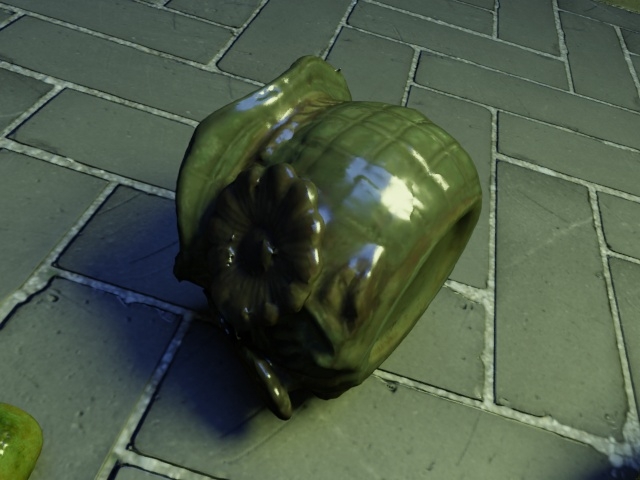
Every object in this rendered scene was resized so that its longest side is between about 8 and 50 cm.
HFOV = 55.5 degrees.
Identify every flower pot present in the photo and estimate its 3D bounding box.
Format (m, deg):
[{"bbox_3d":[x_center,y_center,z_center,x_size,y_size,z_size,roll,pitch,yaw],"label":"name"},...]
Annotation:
[{"bbox_3d":[0.000,0.000,0.570,0.213,0.302,0.302,35,45,19],"label":"flower pot"}]

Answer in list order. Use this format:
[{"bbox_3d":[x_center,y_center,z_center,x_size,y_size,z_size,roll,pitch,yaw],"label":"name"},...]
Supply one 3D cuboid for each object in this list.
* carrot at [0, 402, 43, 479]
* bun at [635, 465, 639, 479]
[{"bbox_3d":[-0.298,0.254,0.365,0.074,0.074,0.359,20,44,5],"label":"carrot"},{"bbox_3d":[0.431,0.260,0.460,0.365,0.219,0.365,-2,50,3],"label":"bun"}]
